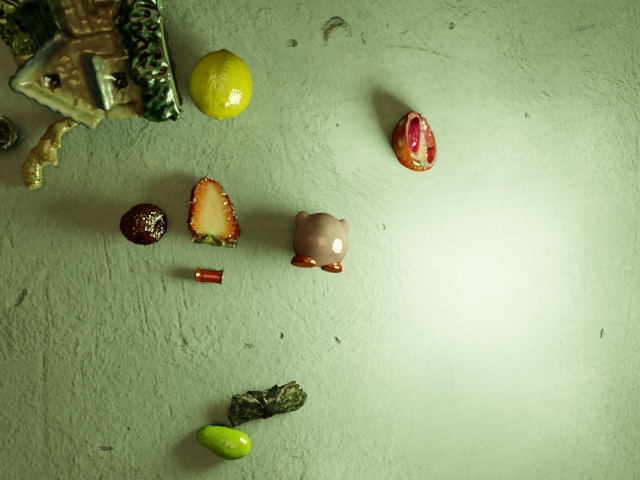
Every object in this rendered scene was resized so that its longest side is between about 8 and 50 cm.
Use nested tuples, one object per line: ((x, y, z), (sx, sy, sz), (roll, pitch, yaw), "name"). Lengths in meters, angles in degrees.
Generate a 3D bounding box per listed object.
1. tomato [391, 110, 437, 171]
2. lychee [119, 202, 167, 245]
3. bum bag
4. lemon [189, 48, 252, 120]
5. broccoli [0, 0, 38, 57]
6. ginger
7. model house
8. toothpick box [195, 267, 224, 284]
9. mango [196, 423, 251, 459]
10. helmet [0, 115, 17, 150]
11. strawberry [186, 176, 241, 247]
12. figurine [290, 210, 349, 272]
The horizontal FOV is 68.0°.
((0.282, -0.306, 1.494), (0.189, 0.099, 0.174), (22, 67, -47), "tomato")
((-0.506, -0.046, 1.350), (0.128, 0.123, 0.124), (8, 88, 0), "lychee")
((-0.161, 0.487, 1.424), (0.247, 0.069, 0.102), (-14, 128, -10), "bum bag")
((-0.285, -0.447, 1.357), (0.178, 0.178, 0.203), (4, 94, -9), "lemon")
((-0.804, -0.617, 1.279), (0.197, 0.176, 0.227), (20, 72, -6), "broccoli")
((-0.754, -0.271, 1.334), (0.089, 0.075, 0.288), (33, 89, 16), "ginger")
((-0.570, -0.506, 1.137), (0.399, 0.395, 0.446), (-9, 120, -9), "model house")
((-0.330, 0.106, 1.412), (0.083, 0.047, 0.047), (6, 89, -8), "toothpick box")
((-0.285, 0.597, 1.401), (0.164, 0.074, 0.091), (16, 89, -8), "mango")
((-0.897, -0.292, 1.311), (0.123, 0.070, 0.098), (-16, 98, -16), "helmet")
((-0.318, -0.071, 1.408), (0.167, 0.087, 0.208), (15, 61, -28), "strawberry")
((0.000, 0.000, 1.407), (0.173, 0.173, 0.174), (0, 90, -9), "figurine")
